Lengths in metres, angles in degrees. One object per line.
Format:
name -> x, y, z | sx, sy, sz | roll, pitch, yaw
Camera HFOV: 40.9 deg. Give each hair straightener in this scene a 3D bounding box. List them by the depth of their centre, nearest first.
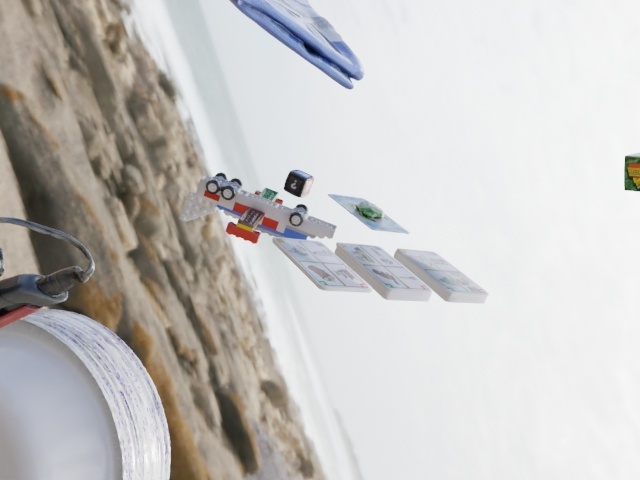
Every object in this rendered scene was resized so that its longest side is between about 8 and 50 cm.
hair straightener -> -0.256, 0.045, 0.555 | 0.047, 0.230, 0.089 | -102, 169, -45

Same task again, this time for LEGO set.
LEGO set -> 0.000, 0.000, 0.742 | 0.244, 0.182, 0.060 | 42, -62, 45

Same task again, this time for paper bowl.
paper bowl -> -0.300, 0.212, 0.828 | 0.148, 0.284, 0.284 | 2, 68, -69

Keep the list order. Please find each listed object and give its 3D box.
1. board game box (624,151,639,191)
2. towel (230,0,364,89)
board game box -> 0.317, -0.041, 0.481 | 0.259, 0.136, 0.030 | 15, -68, 62
towel -> -0.072, -0.292, 0.923 | 0.209, 0.034, 0.285 | 24, 28, -49
